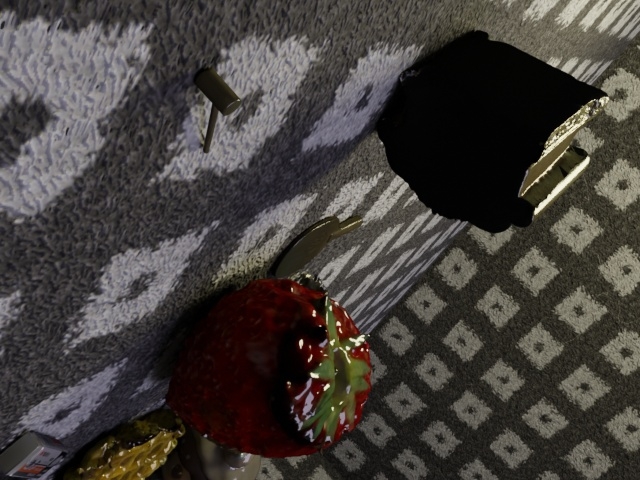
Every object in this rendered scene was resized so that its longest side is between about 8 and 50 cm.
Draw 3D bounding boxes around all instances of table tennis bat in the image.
[{"bbox_3d":[0.000,0.000,1.182,0.234,0.022,0.131,-27,156,-48],"label":"table tennis bat"}]

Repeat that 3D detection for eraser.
[{"bbox_3d":[-0.367,0.276,0.861,0.052,0.029,0.122,-42,166,-17],"label":"eraser"}]

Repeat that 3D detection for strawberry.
[{"bbox_3d":[-0.083,0.187,1.036,0.292,0.310,0.291,-28,126,-47],"label":"strawberry"}]

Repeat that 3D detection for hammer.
[{"bbox_3d":[-0.092,-0.103,0.573,0.019,0.035,0.110,-39,174,-23],"label":"hammer"}]

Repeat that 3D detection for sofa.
[{"bbox_3d":[0.236,-0.148,0.949,0.200,0.258,0.182,-38,152,-33],"label":"sofa"}]

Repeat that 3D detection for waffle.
[{"bbox_3d":[-0.360,0.408,1.194,0.312,0.060,0.307,-33,159,-44],"label":"waffle"}]

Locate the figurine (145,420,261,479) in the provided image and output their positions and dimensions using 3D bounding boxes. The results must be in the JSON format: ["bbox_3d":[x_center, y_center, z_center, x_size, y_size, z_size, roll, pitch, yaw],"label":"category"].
[{"bbox_3d":[-0.272,0.507,1.434,0.380,0.203,0.248,-48,-161,0],"label":"figurine"}]

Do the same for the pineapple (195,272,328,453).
[{"bbox_3d":[-0.104,0.217,1.261,0.361,0.175,0.175,-59,170,-12],"label":"pineapple"}]
